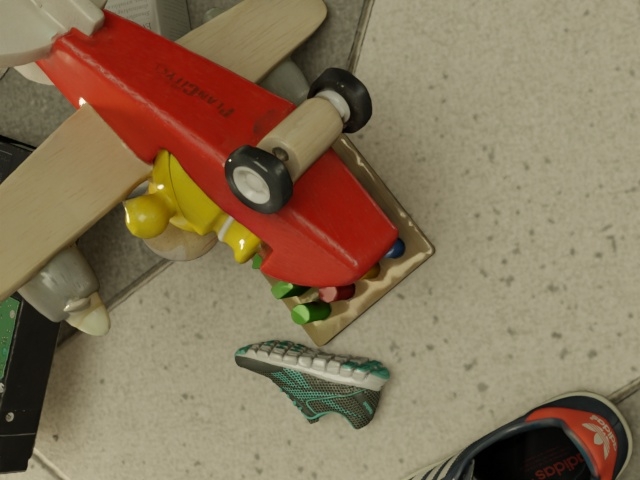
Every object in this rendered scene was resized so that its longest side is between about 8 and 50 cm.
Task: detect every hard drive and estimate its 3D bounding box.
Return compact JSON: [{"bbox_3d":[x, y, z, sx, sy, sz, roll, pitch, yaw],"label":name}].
[{"bbox_3d":[-0.370,0.056,1.316,0.237,0.064,0.339,18,96,41],"label":"hard drive"}]

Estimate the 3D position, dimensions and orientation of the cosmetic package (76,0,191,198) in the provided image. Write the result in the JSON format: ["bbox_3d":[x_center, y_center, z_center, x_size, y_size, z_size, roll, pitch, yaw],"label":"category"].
[{"bbox_3d":[-0.195,-0.165,1.278,0.117,0.085,0.231,-11,86,20],"label":"cosmetic package"}]

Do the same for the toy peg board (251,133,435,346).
[{"bbox_3d":[0.000,0.000,1.215,0.160,0.079,0.161,-41,79,16],"label":"toy peg board"}]

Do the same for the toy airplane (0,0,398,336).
[{"bbox_3d":[-0.151,-0.091,1.106,0.386,0.272,0.384,-5,52,-11],"label":"toy airplane"}]

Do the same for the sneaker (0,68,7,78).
[{"bbox_3d":[-0.388,-0.191,1.367,0.040,0.044,0.109,29,99,19],"label":"sneaker"}]

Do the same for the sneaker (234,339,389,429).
[{"bbox_3d":[-0.015,0.150,1.234,0.166,0.065,0.076,12,99,21],"label":"sneaker"}]

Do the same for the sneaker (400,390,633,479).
[{"bbox_3d":[0.132,0.264,1.137,0.350,0.148,0.131,-42,78,16],"label":"sneaker"}]
